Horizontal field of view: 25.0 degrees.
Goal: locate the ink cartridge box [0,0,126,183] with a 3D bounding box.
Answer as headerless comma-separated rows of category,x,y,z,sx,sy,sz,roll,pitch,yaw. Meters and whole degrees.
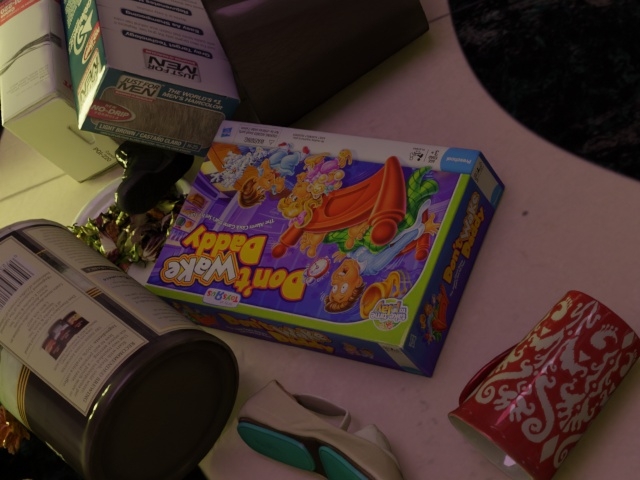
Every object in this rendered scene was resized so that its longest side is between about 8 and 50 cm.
ink cartridge box,-0.330,-0.206,1.856,0.092,0.158,0.218,-28,50,18

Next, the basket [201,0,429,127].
basket,-0.001,-0.258,1.697,0.227,0.204,0.154,-26,20,4

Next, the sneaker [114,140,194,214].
sneaker,-0.218,-0.088,1.753,0.089,0.051,0.170,12,38,30

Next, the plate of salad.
plate of salad,-0.236,-0.007,1.751,0.200,0.048,0.200,-15,54,22

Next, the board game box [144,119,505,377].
board game box,0.000,0.000,1.590,0.347,0.078,0.233,9,67,34

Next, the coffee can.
coffee can,-0.252,0.124,1.559,0.275,0.201,0.201,33,81,34

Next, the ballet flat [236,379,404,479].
ballet flat,0.018,0.207,1.457,0.248,0.086,0.086,24,75,39

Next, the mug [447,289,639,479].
mug,0.205,0.130,1.373,0.169,0.113,0.150,-48,52,-9

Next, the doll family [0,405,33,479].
doll family,-0.411,0.237,1.653,0.163,0.118,0.263,-38,50,4

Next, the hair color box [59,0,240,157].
hair color box,-0.222,-0.266,1.791,0.105,0.174,0.347,-58,33,35

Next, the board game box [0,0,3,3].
board game box,-0.469,-0.401,2.144,0.103,0.026,0.154,-41,50,2
